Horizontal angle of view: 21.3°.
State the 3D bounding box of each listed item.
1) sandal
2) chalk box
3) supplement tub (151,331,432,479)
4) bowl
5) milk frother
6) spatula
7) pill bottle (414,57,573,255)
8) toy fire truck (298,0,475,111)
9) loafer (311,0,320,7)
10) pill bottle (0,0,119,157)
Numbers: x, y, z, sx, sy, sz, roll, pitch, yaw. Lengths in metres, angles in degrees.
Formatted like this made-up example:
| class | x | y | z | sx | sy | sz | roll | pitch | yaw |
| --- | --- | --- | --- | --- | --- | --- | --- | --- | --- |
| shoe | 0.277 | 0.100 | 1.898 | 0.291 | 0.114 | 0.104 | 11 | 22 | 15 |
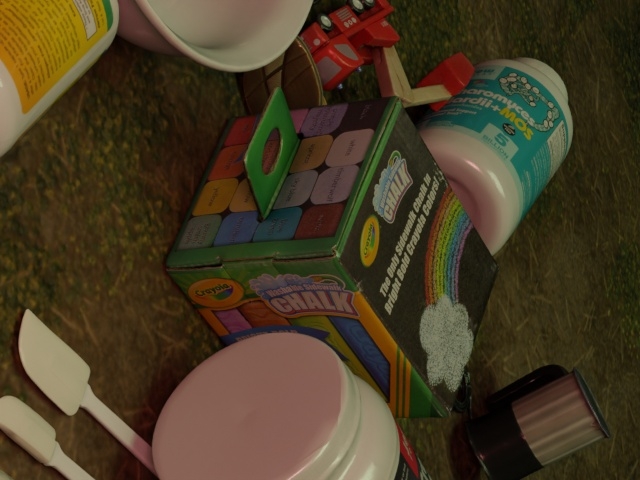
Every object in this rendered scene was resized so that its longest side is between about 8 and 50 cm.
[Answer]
| class | x | y | z | sx | sy | sz | roll | pitch | yaw |
| --- | --- | --- | --- | --- | --- | --- | --- | --- | --- |
| sandal | -0.018 | -0.112 | 1.544 | 0.049 | 0.072 | 0.180 | -76 | 147 | -54 |
| chalk box | 0.000 | 0.000 | 1.452 | 0.289 | 0.179 | 0.180 | 55 | 43 | -37 |
| supplement tub | -0.002 | 0.223 | 1.390 | 0.272 | 0.191 | 0.191 | 60 | 40 | -39 |
| bowl | -0.130 | -0.270 | 1.322 | 0.298 | 0.134 | 0.297 | 13 | 74 | -56 |
| milk frother | 0.211 | 0.169 | 1.797 | 0.143 | 0.135 | 0.129 | 51 | 14 | -45 |
| spatula | -0.182 | 0.187 | 1.289 | 0.242 | 0.019 | 0.168 | 53 | 39 | -42 |
| pill bottle | 0.171 | -0.095 | 1.763 | 0.264 | 0.146 | 0.146 | -50 | 126 | -49 |
| toy fire truck | 0.060 | -0.171 | 1.635 | 0.135 | 0.047 | 0.192 | 51 | 36 | 1 |
| loafer | 0.017 | -0.302 | 1.609 | 0.076 | 0.078 | 0.223 | 56 | 42 | -38 |
| pill bottle | -0.234 | -0.122 | 1.152 | 0.208 | 0.118 | 0.117 | -56 | 131 | -45 |
